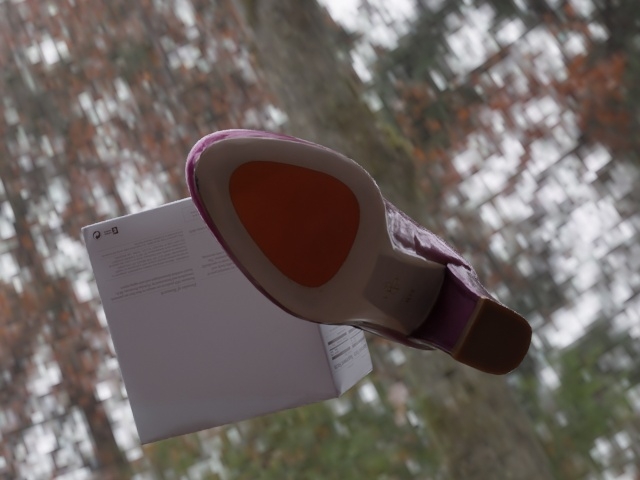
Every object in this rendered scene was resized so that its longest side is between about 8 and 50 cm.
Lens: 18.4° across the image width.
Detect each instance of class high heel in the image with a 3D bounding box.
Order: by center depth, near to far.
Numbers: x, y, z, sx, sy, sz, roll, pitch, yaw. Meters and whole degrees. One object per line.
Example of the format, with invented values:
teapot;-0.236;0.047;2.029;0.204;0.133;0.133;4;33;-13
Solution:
high heel;0.000;0.000;1.594;0.377;0.181;0.127;37;-93;-39

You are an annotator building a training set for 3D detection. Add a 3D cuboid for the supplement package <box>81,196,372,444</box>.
supplement package;-0.081;0.055;1.795;0.194;0.149;0.203;-15;-88;15
